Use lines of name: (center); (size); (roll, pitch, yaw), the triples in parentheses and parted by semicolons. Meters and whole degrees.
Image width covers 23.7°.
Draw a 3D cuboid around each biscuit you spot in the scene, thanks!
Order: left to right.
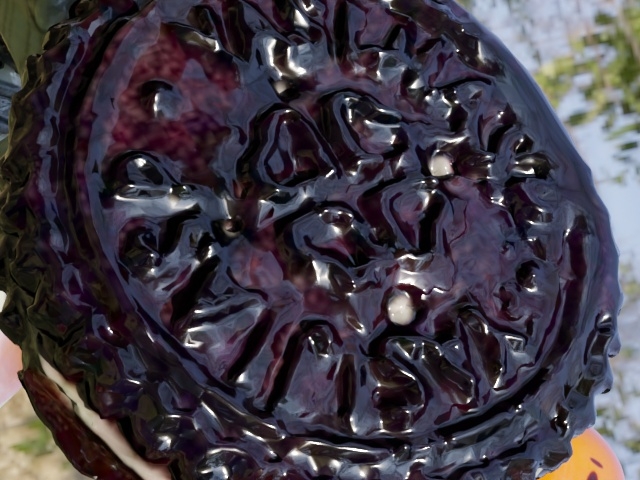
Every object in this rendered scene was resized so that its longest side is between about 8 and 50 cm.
biscuit: (0.000, 0.000, 0.433); (0.053, 0.194, 0.194); (-48, -126, 55)

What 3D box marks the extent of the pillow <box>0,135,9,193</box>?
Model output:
pillow: (-0.115, -0.114, 1.079); (0.255, 0.322, 0.120); (-14, 85, -58)

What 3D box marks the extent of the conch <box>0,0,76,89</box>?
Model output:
conch: (-0.063, -0.103, 0.544); (0.114, 0.234, 0.137); (-33, -118, 46)

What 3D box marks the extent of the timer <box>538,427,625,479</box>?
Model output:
timer: (0.079, 0.107, 0.623); (0.136, 0.099, 0.136); (-64, 178, -4)

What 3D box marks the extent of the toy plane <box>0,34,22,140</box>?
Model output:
toy plane: (-0.107, -0.101, 0.699); (0.082, 0.234, 0.160); (28, -81, 54)

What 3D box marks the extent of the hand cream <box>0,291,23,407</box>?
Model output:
hand cream: (-0.212, 0.081, 0.842); (0.078, 0.341, 0.124); (26, -43, 21)
